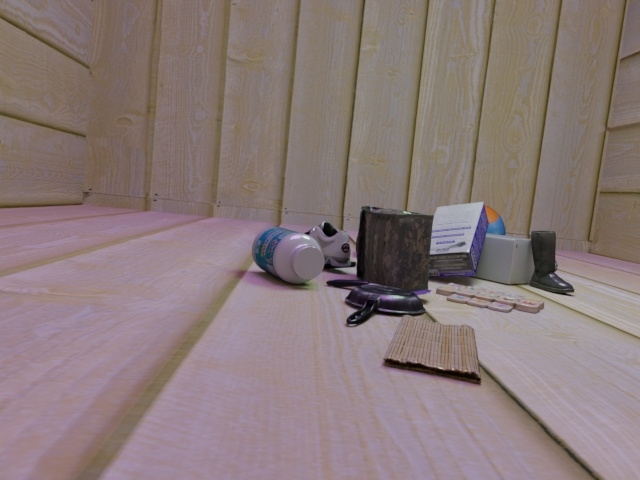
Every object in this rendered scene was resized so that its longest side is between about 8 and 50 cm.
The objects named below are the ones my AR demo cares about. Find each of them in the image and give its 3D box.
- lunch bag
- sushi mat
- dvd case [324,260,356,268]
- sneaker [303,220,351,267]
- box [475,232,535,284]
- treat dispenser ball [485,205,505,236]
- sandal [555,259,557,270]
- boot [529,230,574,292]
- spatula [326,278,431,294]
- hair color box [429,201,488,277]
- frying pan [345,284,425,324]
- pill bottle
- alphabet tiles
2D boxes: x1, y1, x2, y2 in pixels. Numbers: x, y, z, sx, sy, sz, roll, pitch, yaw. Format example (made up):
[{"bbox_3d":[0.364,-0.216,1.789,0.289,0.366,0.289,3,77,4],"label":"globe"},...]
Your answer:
[{"bbox_3d":[0.200,0.016,1.525,0.169,0.235,0.287,0,8,-27],"label":"lunch bag"},{"bbox_3d":[0.210,0.187,0.896,0.152,0.019,0.316,6,6,15],"label":"sushi mat"},{"bbox_3d":[-0.017,0.072,1.848,0.253,0.022,0.180,11,7,44],"label":"dvd case"},{"bbox_3d":[0.000,0.000,1.760,0.123,0.146,0.331,0,7,-39],"label":"sneaker"},{"bbox_3d":[0.659,0.058,1.929,0.215,0.168,0.345,2,6,-37],"label":"box"},{"bbox_3d":[0.766,-0.039,2.426,0.289,0.287,0.288,6,5,-1],"label":"treat dispenser ball"},{"bbox_3d":[0.983,0.098,2.291,0.255,0.097,0.054,11,-19,40],"label":"sandal"},{"bbox_3d":[0.814,0.072,1.716,0.076,0.208,0.190,4,6,-28],"label":"boot"},{"bbox_3d":[0.157,0.132,1.354,0.297,0.030,0.084,7,5,20],"label":"spatula"},{"bbox_3d":[0.490,-0.006,1.781,0.185,0.110,0.338,-5,30,32],"label":"hair color box"},{"bbox_3d":[0.113,0.141,1.155,0.326,0.053,0.197,5,4,-44],"label":"frying pan"},{"bbox_3d":[-0.090,0.043,1.416,0.146,0.146,0.264,3,6,-29],"label":"pill bottle"},{"bbox_3d":[0.492,0.164,1.422,0.284,0.021,0.278,9,6,34],"label":"alphabet tiles"}]
